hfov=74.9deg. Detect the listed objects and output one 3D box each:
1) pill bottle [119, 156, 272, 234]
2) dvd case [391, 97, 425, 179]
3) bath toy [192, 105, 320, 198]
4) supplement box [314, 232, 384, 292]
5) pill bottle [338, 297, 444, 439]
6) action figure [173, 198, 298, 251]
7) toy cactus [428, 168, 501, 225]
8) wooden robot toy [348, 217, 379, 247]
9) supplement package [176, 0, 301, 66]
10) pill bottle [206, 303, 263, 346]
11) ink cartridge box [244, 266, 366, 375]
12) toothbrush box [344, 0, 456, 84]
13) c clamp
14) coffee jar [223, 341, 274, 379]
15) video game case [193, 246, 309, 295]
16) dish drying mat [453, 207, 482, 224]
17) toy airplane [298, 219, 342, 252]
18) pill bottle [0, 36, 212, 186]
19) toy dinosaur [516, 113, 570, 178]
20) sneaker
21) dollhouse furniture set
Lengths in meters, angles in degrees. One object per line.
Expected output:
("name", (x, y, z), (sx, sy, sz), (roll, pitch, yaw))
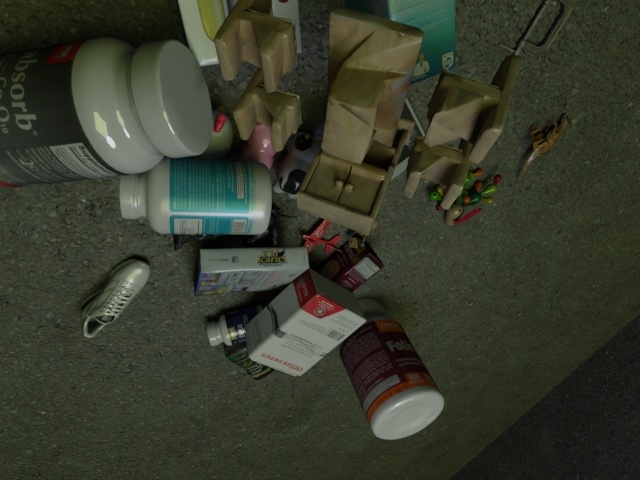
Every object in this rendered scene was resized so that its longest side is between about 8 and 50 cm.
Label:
("pill bottle", (-0.234, -0.084, 0.801), (0.265, 0.146, 0.146), (1, 126, -18))
("dvd case", (0.158, -0.259, 1.034), (0.179, 0.029, 0.238), (-36, 131, 8))
("bath toy", (-0.110, -0.197, 0.910), (0.349, 0.151, 0.129), (16, 156, -26))
("supplement box", (0.075, 0.085, 1.219), (0.188, 0.104, 0.081), (-41, 129, 12))
("pill bottle", (0.190, 0.379, 1.302), (0.224, 0.392, 0.223), (-11, 130, -14))
("action figure", (-0.200, -0.053, 0.965), (0.276, 0.163, 0.141), (-6, 173, -26))
("toy cactus", (0.411, -0.113, 1.210), (0.219, 0.112, 0.180), (-18, 141, -21))
("wooden robot toy", (0.128, -0.059, 1.161), (0.079, 0.076, 0.173), (-13, 127, -42))
("supplement package", (-0.148, -0.426, 0.706), (0.195, 0.149, 0.203), (-14, 129, -11))
("pill bottle", (-0.244, 0.255, 1.232), (0.170, 0.094, 0.094), (-15, 130, -10))
("ink cartridge box", (-0.046, 0.231, 1.147), (0.273, 0.114, 0.197), (-44, 127, 17))
("toothbrush box", (0.128, -0.458, 0.745), (0.126, 0.216, 0.295), (-23, 130, -5))
("c clamp", (0.517, -0.506, 0.986), (0.137, 0.022, 0.160), (15, 120, -30))
("coffee jar", (-0.223, 0.376, 1.346), (0.096, 0.079, 0.184), (-31, 131, 4))
("video game case", (-0.185, 0.078, 1.048), (0.245, 0.061, 0.269), (-2, 164, -21))
("dish drying mat", (0.430, -0.070, 1.220), (0.032, 0.008, 0.083), (2, 149, -48))
("toy airplane", (0.000, 0.000, 1.174), (0.151, 0.028, 0.151), (-11, 130, -13))
("pill bottle", (-0.378, -0.205, 0.675), (0.364, 0.210, 0.210), (-5, 131, 11))
("toy dinosaur", (0.628, -0.267, 1.188), (0.112, 0.064, 0.211), (24, 115, -35))
("sneaker", (-0.509, 0.145, 1.046), (0.235, 0.094, 0.090), (-44, 127, 13))
("dollhouse furniture set", (0.077, -0.219, 0.704), (0.363, 0.256, 0.394), (20, 158, 7))
